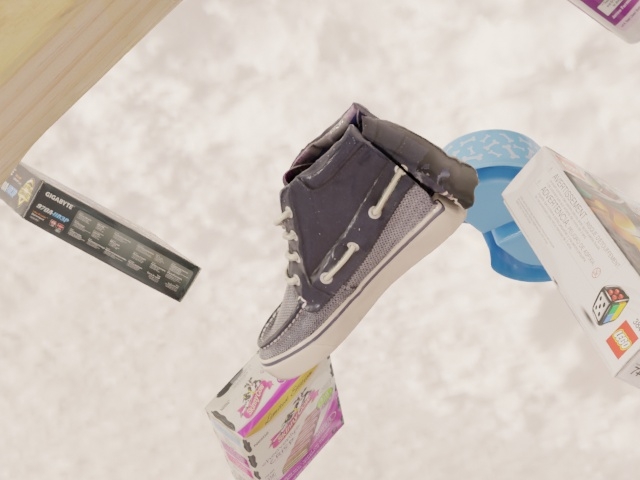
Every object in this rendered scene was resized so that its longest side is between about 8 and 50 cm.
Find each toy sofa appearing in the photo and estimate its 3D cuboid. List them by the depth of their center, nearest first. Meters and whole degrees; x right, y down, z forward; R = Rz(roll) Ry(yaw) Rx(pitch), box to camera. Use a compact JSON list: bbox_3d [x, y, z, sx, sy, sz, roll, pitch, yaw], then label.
[{"bbox_3d":[-0.242,-0.216,1.113,0.362,0.150,0.177,-45,163,-2],"label":"toy sofa"}]

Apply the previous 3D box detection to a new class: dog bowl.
[{"bbox_3d":[0.256,-0.046,1.747,0.166,0.074,0.297,-25,140,31],"label":"dog bowl"}]

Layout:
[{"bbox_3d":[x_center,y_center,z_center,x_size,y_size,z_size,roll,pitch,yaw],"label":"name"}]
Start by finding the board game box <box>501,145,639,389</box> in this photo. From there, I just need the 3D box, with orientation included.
[{"bbox_3d":[0.274,0.063,0.907,0.305,0.193,0.053,25,115,-30],"label":"board game box"}]

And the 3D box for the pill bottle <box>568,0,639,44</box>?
[{"bbox_3d":[0.346,-0.410,1.791,0.301,0.169,0.169,36,143,-2],"label":"pill bottle"}]

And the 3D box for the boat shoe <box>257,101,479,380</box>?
[{"bbox_3d":[0.000,0.000,1.409,0.158,0.127,0.340,35,121,-15],"label":"boat shoe"}]

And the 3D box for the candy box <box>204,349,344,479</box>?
[{"bbox_3d":[-0.052,0.224,1.722,0.159,0.071,0.233,-47,153,-20],"label":"candy box"}]

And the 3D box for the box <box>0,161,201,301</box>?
[{"bbox_3d":[-0.266,-0.015,1.581,0.220,0.051,0.175,31,179,-28],"label":"box"}]
